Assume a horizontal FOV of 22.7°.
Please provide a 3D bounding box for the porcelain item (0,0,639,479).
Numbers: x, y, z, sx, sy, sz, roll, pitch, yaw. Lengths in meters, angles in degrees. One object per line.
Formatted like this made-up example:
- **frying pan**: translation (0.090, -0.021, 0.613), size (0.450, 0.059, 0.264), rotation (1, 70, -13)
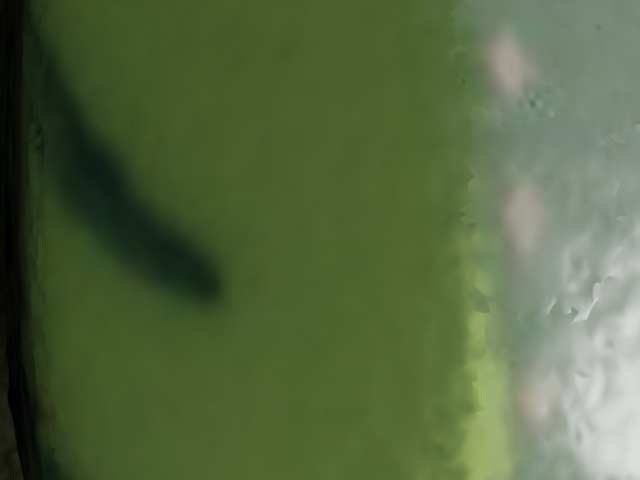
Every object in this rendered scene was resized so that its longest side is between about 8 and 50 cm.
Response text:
- **porcelain item**: translation (0.000, 0.000, 0.448), size (0.178, 0.242, 0.405), rotation (-4, 87, -12)
